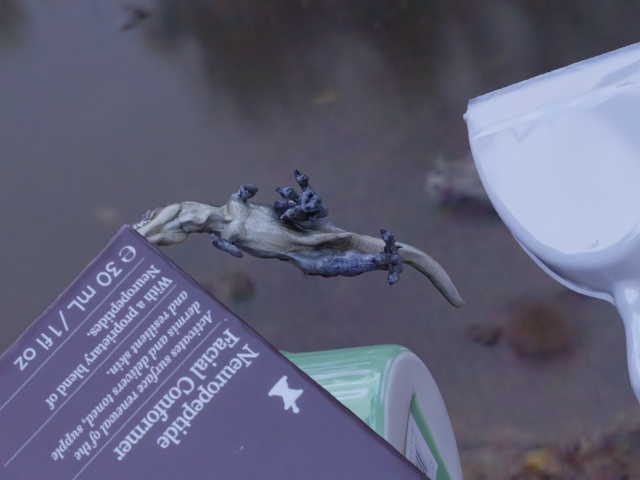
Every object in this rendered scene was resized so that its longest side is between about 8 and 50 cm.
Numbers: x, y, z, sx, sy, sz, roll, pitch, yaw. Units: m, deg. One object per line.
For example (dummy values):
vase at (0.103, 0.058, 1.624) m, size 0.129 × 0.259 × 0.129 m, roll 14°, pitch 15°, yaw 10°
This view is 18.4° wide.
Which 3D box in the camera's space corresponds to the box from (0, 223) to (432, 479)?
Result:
box at (-0.046, 0.189, 1.262) m, size 0.381 × 0.143 × 0.191 m, roll 39°, pitch 75°, yaw 13°

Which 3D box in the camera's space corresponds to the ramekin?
ramekin at (0.033, 0.240, 1.838) m, size 0.148 × 0.303 × 0.303 m, roll -12°, pitch 39°, yaw 18°

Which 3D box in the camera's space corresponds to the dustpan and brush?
dustpan and brush at (0.171, 0.003, 1.156) m, size 0.147 × 0.060 × 0.211 m, roll -17°, pitch 68°, yaw 28°

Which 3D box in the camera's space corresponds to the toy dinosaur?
toy dinosaur at (0.000, 0.000, 1.395) m, size 0.268 × 0.118 × 0.064 m, roll 14°, pitch 78°, yaw -16°
